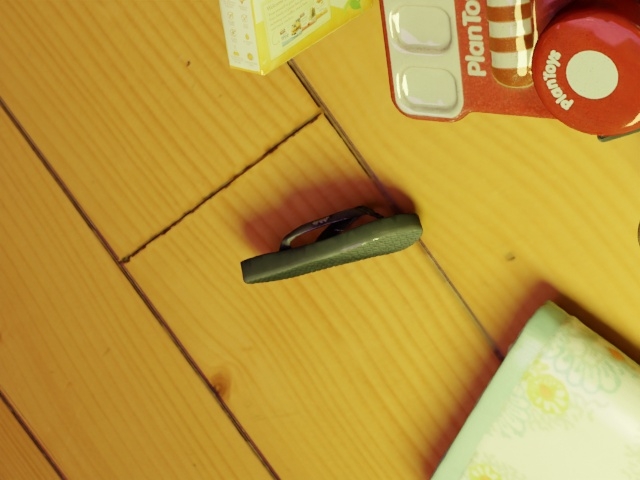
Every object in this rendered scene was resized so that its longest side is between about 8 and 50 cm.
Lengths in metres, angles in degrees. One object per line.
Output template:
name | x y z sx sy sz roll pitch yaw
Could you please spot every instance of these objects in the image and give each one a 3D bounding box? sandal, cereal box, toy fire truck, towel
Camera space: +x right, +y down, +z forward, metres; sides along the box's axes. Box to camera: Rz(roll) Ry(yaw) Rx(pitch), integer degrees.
sandal | -0.001 0.000 1.380 0.254 0.097 0.055 -15 81 46
cereal box | -0.027 -0.286 1.126 0.047 0.173 0.240 17 128 34
toy fire truck | 0.150 -0.222 0.979 0.253 0.169 0.302 6 126 26
towel | 0.279 0.271 1.326 0.320 0.090 0.374 35 137 13

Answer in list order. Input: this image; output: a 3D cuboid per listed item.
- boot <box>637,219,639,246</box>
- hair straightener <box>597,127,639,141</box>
boot | 0.314 -0.058 0.950 0.305 0.115 0.112 -44 53 54
hair straightener | 0.320 -0.117 1.047 0.230 0.047 0.089 -14 130 41
